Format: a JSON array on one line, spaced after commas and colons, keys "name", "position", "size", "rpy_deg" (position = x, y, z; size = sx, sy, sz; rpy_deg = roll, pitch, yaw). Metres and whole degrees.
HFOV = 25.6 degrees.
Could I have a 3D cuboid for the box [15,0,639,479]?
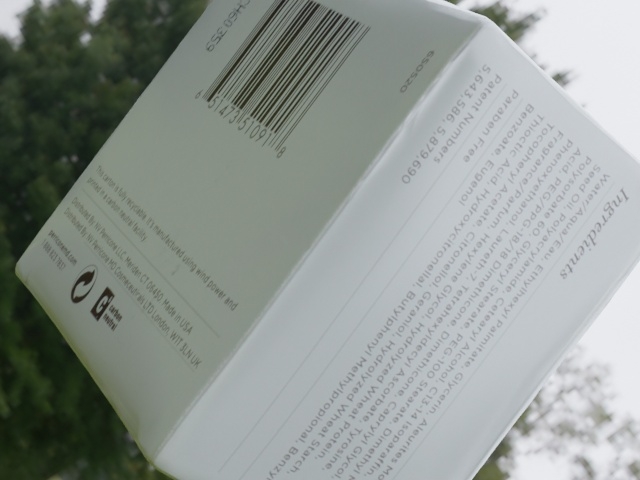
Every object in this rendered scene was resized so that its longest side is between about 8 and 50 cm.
[{"name": "box", "position": [0.000, 0.000, 0.538], "size": [0.119, 0.182, 0.181], "rpy_deg": [36, 1, -32]}]
